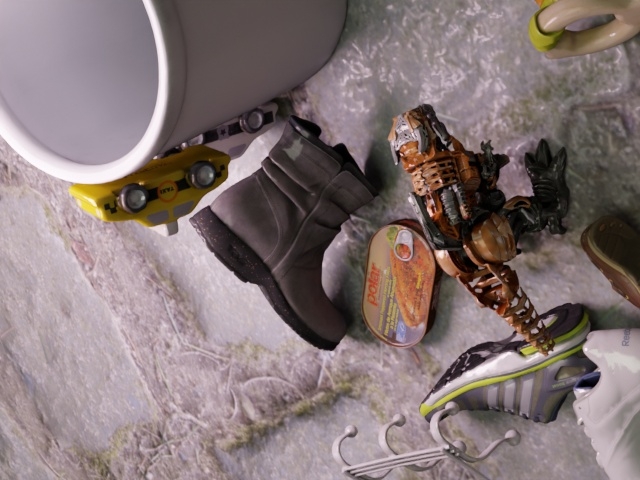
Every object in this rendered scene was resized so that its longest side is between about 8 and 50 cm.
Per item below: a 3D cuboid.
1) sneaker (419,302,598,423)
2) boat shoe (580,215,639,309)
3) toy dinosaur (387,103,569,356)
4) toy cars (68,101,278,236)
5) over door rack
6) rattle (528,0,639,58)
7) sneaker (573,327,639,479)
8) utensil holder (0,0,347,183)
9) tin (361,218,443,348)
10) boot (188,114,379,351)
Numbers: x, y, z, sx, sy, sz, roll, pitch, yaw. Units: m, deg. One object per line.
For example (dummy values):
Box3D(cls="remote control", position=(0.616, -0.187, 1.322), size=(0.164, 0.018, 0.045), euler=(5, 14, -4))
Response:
Box3D(cls="sneaker", position=(0.251, 0.194, 1.522), size=(0.300, 0.111, 0.121), euler=(-32, 96, 43))
Box3D(cls="boat shoe", position=(0.384, 0.044, 1.391), size=(0.178, 0.064, 0.060), euler=(45, 163, 0))
Box3D(cls="toy dinosaur", position=(0.187, -0.015, 1.393), size=(0.164, 0.218, 0.321), euler=(1, 111, 35))
Box3D(cls="toy cars", position=(-0.176, -0.094, 1.502), size=(0.177, 0.393, 0.087), euler=(-1, 114, 16))
Box3D(cls="over door rack", position=(0.202, 0.348, 1.599), size=(0.324, 0.108, 0.239), euler=(45, 144, -15))
Box3D(cls="rattle", position=(0.324, -0.285, 1.278), size=(0.200, 0.142, 0.130), euler=(-19, 144, 26))
Box3D(cls="sneaker", position=(0.373, 0.218, 1.416), size=(0.129, 0.111, 0.297), euler=(9, 122, 18))
Box3D(cls="utensil holder", position=(-0.191, -0.279, 1.431), size=(0.328, 0.385, 0.327), euler=(15, 118, 30))
Box3D(cls="tin", position=(0.112, 0.059, 1.601), size=(0.106, 0.040, 0.189), euler=(20, 121, 23))
Box3D(cls="boot", position=(0.000, 0.000, 1.581), size=(0.223, 0.338, 0.118), euler=(-42, 46, 1))
